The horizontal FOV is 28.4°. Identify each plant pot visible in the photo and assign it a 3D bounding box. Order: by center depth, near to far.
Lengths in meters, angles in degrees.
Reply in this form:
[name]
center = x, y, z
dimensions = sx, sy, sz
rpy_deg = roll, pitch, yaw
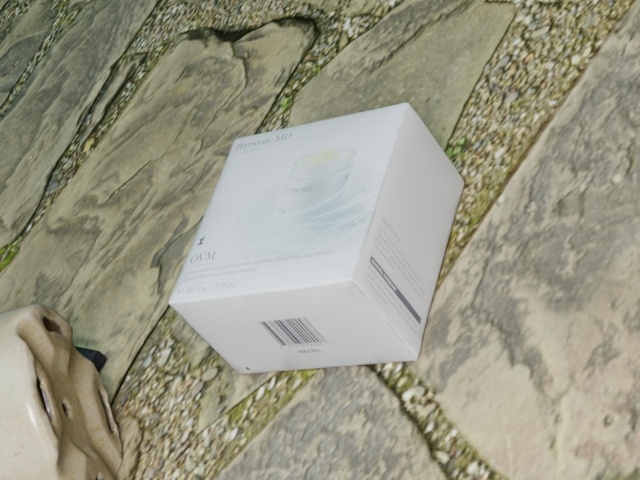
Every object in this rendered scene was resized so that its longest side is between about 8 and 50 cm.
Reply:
[plant pot]
center = -0.380, 0.218, 1.273
dimensions = 0.306, 0.333, 0.333
rpy_deg = -21, 41, 6

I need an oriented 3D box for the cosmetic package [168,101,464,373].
[cosmetic package]
center = 0.000, 0.000, 1.282
dimensions = 0.224, 0.138, 0.224
rpy_deg = -9, 46, 34

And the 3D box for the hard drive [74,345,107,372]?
[hard drive]
center = -0.320, 0.163, 1.480
dimensions = 0.135, 0.022, 0.094
rpy_deg = 5, 57, 43
